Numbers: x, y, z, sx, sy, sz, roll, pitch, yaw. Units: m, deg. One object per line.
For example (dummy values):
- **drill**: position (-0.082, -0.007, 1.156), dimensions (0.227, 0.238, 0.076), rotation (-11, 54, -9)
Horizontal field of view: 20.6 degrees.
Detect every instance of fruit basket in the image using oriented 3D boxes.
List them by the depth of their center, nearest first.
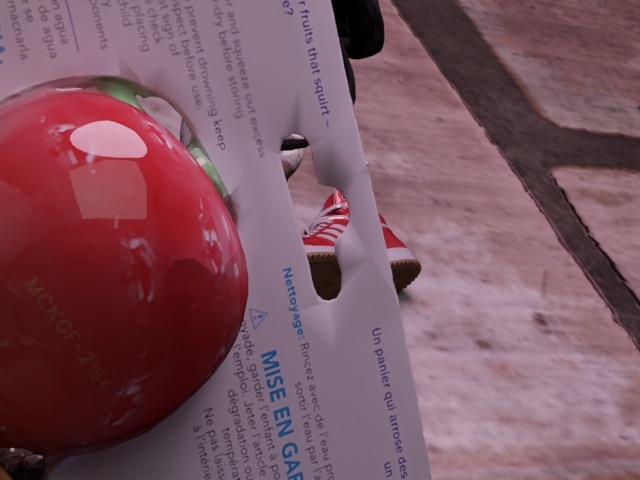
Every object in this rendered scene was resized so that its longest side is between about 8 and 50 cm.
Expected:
- **fruit basket**: position (-0.132, 0.035, 0.563), dimensions (0.353, 0.327, 0.165), rotation (-19, 12, -34)

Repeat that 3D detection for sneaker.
- **sneaker**: position (0.000, 0.000, 1.014), dimensions (0.118, 0.042, 0.067), rotation (2, 46, -48)

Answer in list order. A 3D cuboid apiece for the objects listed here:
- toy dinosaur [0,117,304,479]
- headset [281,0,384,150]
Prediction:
- **toy dinosaur**: position (-0.118, 0.054, 0.811), dimensions (0.313, 0.121, 0.160), rotation (-26, 46, -30)
- **headset**: position (-0.170, -0.056, 0.703), dimensions (0.394, 0.185, 0.243), rotation (-15, 38, 0)
